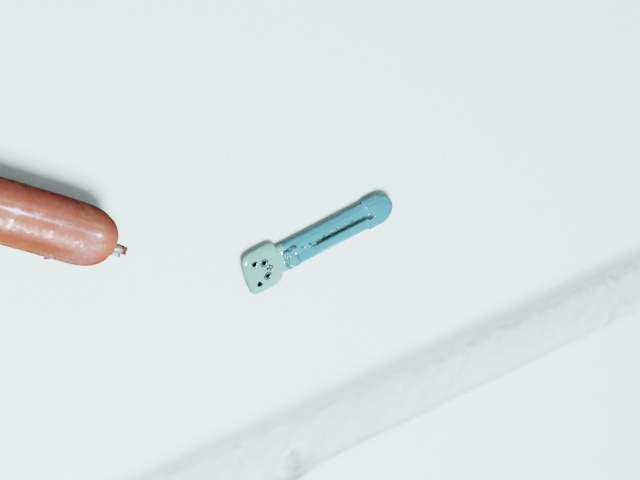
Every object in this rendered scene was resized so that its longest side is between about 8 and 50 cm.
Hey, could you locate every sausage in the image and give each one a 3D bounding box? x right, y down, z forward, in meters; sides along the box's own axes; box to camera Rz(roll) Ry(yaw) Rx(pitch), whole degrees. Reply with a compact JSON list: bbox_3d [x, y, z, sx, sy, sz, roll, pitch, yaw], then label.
[{"bbox_3d":[-0.191,-0.025,0.641,0.253,0.034,0.034,15,106,-38],"label":"sausage"}]

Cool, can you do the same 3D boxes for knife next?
[{"bbox_3d":[0.000,0.000,0.798,0.096,0.010,0.027,-28,128,-19],"label":"knife"}]
